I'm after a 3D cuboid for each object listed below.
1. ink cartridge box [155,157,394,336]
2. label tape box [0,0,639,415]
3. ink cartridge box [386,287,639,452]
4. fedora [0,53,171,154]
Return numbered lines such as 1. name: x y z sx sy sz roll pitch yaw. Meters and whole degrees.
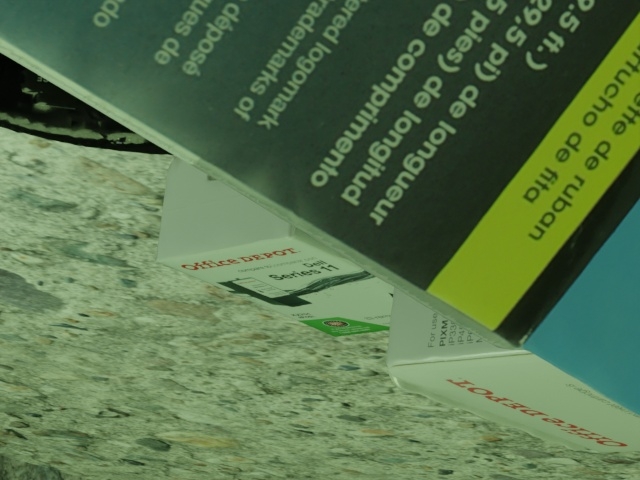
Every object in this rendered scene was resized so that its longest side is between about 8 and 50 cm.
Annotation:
1. ink cartridge box: 0.000 0.000 1.174 0.153 0.087 0.208 -10 154 43
2. label tape box: 0.030 -0.134 0.390 0.347 0.249 0.115 30 -169 -32
3. ink cartridge box: 0.276 0.040 1.062 0.384 0.160 0.279 -10 155 43
4. fedora: -0.058 -0.157 0.600 0.334 0.153 0.334 4 159 2
